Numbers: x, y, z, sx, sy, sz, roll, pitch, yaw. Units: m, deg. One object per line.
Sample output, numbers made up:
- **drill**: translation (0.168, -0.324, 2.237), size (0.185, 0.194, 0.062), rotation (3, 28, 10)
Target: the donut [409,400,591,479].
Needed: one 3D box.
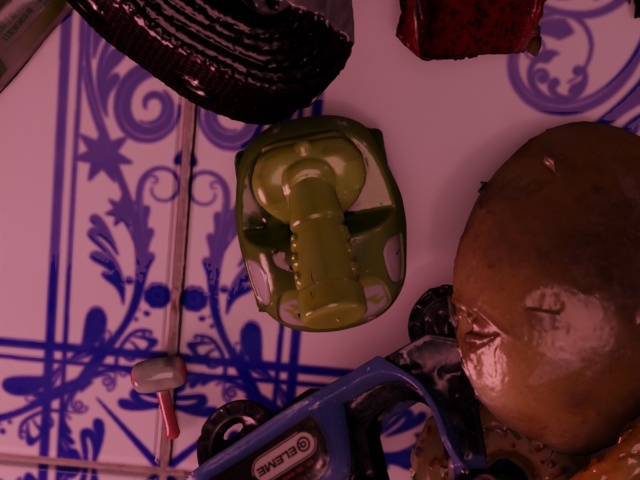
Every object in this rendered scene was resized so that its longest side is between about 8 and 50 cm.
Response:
- **donut**: translation (0.168, 0.217, 1.308), size (0.174, 0.068, 0.175), rotation (0, 103, 0)

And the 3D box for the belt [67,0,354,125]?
- **belt**: translation (-0.102, -0.223, 1.170), size (0.289, 0.164, 0.184), rotation (42, 74, -7)

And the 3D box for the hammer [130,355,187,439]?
- **hammer**: translation (-0.145, 0.148, 1.316), size (0.052, 0.031, 0.083), rotation (-9, 109, 6)

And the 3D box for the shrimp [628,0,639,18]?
- **shrimp**: translation (0.291, -0.263, 1.196), size (0.034, 0.091, 0.161), rotation (-16, 116, -39)

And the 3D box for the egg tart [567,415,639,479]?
- **egg tart**: translation (0.322, 0.236, 1.190), size (0.339, 0.153, 0.351), rotation (-30, 145, -5)

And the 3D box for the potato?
- **potato**: translation (0.236, 0.024, 1.175), size (0.239, 0.116, 0.299), rotation (30, 69, -7)

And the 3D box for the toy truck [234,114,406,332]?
- **toy truck**: translation (-0.002, -0.017, 1.197), size (0.148, 0.210, 0.187), rotation (-9, 85, 3)

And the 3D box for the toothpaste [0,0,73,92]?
- **toothpaste**: translation (-0.268, -0.187, 1.233), size (0.078, 0.047, 0.248), rotation (39, 98, -20)

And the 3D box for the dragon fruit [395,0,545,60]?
- **dragon fruit**: translation (0.115, -0.208, 1.207), size (0.147, 0.096, 0.102), rotation (-11, 116, -28)

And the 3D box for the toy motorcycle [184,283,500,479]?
- **toy motorcycle**: translation (0.041, 0.197, 1.236), size (0.358, 0.125, 0.213), rotation (-34, 62, 10)
